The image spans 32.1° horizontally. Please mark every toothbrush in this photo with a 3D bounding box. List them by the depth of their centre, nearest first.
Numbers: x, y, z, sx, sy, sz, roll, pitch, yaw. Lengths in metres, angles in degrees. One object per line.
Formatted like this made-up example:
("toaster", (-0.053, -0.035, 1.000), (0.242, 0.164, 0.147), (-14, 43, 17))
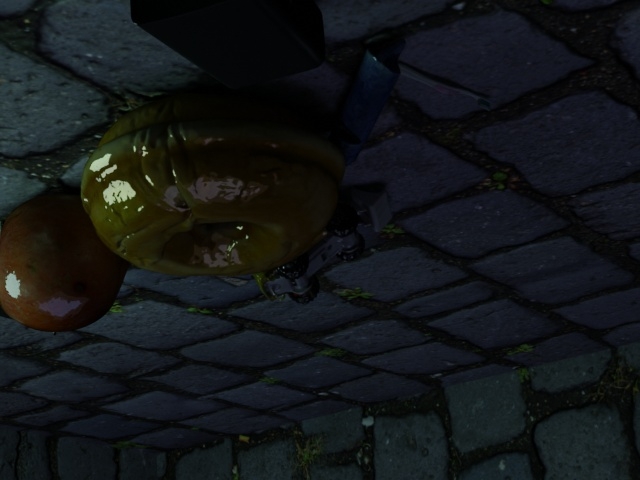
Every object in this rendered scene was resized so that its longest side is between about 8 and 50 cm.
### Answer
("toothbrush", (0.185, -0.234, 1.680), (0.204, 0.022, 0.017), (16, 148, -35))

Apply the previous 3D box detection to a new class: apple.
("apple", (-0.440, 0.042, 1.928), (0.253, 0.254, 0.253), (-4, 158, -2))

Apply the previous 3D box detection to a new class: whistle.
("whistle", (0.065, -0.206, 1.669), (0.062, 0.062, 0.304), (1, 157, -12))

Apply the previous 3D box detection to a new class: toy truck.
("toy truck", (0.000, 0.000, 2.030), (0.286, 0.111, 0.136), (-39, 152, -10))

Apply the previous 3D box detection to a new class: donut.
("donut", (-0.167, -0.077, 1.765), (0.448, 0.198, 0.449), (-5, 159, -2))

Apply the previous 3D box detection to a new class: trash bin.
("trash bin", (-0.106, -0.283, 1.378), (0.165, 0.115, 0.225), (-12, 159, 20))

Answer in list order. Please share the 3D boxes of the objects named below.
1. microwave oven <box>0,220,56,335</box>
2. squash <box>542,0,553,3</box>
("microwave oven", (-0.542, 0.069, 2.104), (0.205, 0.163, 0.129), (19, 146, -39))
("squash", (0.281, -0.334, 1.438), (0.027, 0.027, 0.089), (-18, 151, 30))
